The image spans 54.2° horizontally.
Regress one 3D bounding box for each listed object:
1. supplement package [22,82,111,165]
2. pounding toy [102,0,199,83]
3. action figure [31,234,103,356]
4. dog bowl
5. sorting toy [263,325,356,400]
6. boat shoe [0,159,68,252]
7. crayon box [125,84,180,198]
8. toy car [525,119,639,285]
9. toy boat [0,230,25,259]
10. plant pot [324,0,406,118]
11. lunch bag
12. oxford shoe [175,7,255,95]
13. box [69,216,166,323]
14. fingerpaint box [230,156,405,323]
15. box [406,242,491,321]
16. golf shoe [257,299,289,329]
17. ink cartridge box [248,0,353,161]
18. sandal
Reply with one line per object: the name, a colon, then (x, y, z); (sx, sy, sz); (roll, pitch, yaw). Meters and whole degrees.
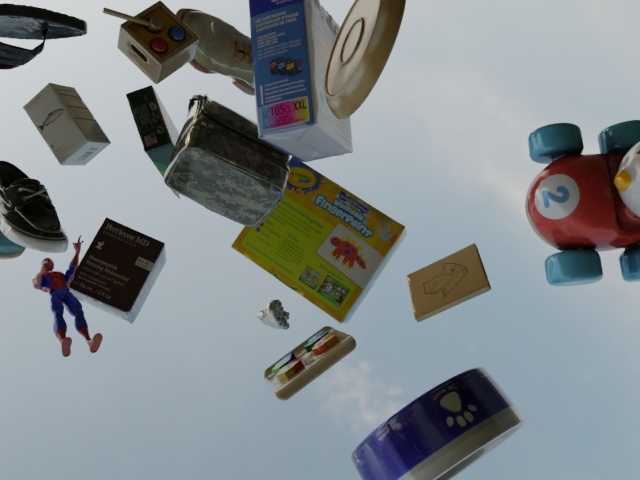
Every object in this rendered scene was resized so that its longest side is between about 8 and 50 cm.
supplement package: (-0.641, -0.292, 1.587); (0.179, 0.105, 0.105); (55, -164, 3)
pounding toy: (-0.336, -0.406, 1.236); (0.141, 0.100, 0.130); (44, -120, -2)
action figure: (-0.520, 0.093, 1.279); (0.092, 0.139, 0.280); (0, -149, -40)
dog bowl: (0.183, 0.315, 0.982); (0.265, 0.265, 0.104); (-14, -123, -37)
sorting toy: (-0.032, 0.247, 1.320); (0.193, 0.208, 0.038); (-35, -82, -11)
boat shoe: (-0.605, -0.077, 1.291); (0.108, 0.102, 0.301); (3, -154, -48)
crayon box: (-0.453, -0.278, 1.831); (0.081, 0.318, 0.202); (-21, -109, -4)
toy car: (0.397, -0.069, 0.786); (0.210, 0.238, 0.219); (-3, -102, -6)
toy boat: (-0.803, -0.043, 1.409); (0.267, 0.148, 0.318); (52, -146, -15)
plant pot: (0.060, -0.308, 0.986); (0.032, 0.236, 0.236); (17, -136, -19)
lunch bag: (-0.233, -0.225, 1.644); (0.305, 0.212, 0.256); (25, -132, -19)
oxford shoe: (-0.197, -0.463, 1.536); (0.147, 0.140, 0.397); (10, -179, 29)
box: (-0.521, 0.082, 1.623); (0.169, 0.167, 0.203); (24, -110, -4)
fingerpaint box: (0.000, 0.000, 2.063); (0.445, 0.371, 0.163); (33, 178, 14)
box: (0.319, 0.105, 1.583); (0.021, 0.201, 0.164); (49, -157, -33)
golf shoe: (-0.141, 0.215, 1.763); (0.086, 0.176, 0.069); (-2, -115, 7)
ink cartridge box: (-0.042, -0.413, 1.485); (0.270, 0.151, 0.395); (17, -111, -68)
sandal: (-0.673, -0.378, 1.178); (0.446, 0.107, 0.167); (-6, -172, -21)
